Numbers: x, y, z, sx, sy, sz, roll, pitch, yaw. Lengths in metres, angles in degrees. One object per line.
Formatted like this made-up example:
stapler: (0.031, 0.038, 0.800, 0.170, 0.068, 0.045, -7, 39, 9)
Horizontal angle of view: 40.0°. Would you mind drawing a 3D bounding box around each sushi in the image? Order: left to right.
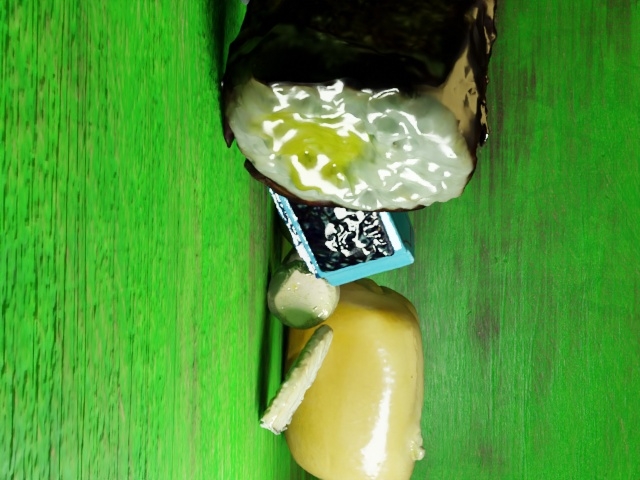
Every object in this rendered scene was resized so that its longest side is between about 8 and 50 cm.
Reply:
sushi: (0.045, -0.194, 0.938, 0.299, 0.281, 0.294, 122, -21, -63)

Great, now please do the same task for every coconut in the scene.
coconut: (-0.026, 0.086, 1.431, 0.122, 0.116, 0.116, -30, 121, -88)

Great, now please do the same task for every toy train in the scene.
toy train: (0.027, -0.105, 1.331, 0.265, 0.188, 0.300, -83, 152, -54)

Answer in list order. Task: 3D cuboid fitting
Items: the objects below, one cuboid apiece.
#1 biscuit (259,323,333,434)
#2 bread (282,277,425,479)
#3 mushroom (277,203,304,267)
biscuit: (-0.037, 0.222, 1.367, 0.188, 0.040, 0.265, -65, 172, 30)
bread: (0.054, 0.259, 1.682, 0.348, 0.252, 0.376, -137, -127, -79)
mushroom: (0.000, 0.000, 1.591, 0.204, 0.204, 0.204, 1, 90, -87)
